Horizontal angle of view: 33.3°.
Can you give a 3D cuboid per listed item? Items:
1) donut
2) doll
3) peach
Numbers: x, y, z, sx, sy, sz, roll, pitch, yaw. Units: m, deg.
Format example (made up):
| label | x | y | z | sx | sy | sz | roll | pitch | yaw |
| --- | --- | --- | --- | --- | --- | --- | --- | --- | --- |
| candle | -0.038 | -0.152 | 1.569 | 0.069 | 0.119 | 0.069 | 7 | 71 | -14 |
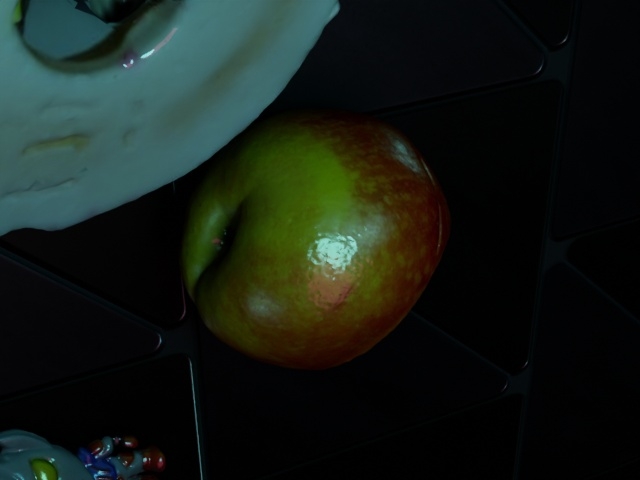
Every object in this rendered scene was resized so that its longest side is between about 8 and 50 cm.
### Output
| label | x | y | z | sx | sy | sz | roll | pitch | yaw |
| --- | --- | --- | --- | --- | --- | --- | --- | --- | --- |
| donut | -0.144 | -0.163 | 0.564 | 0.382 | 0.142 | 0.383 | -31 | 152 | -18 |
| doll | -0.218 | 0.204 | 0.865 | 0.194 | 0.062 | 0.104 | -2 | 121 | -36 |
| peach | 0.000 | 0.000 | 0.777 | 0.192 | 0.190 | 0.190 | 2 | 119 | -31 |
